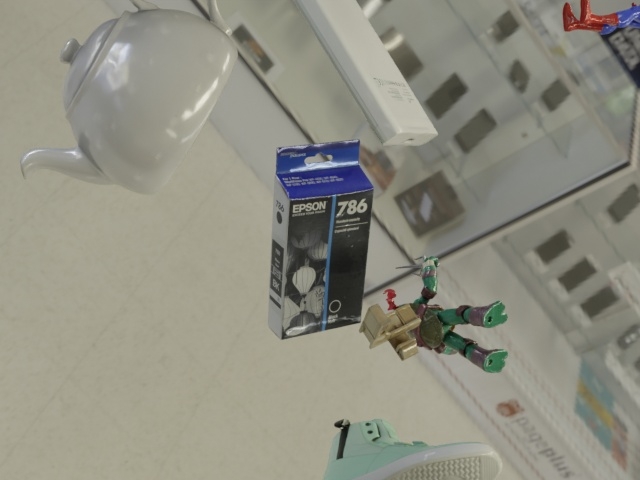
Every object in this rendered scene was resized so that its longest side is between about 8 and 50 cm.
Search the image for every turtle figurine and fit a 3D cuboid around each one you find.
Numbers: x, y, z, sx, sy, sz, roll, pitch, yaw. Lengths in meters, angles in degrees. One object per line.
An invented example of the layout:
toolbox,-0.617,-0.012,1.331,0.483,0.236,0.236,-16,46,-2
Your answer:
turtle figurine,0.194,0.129,1.490,0.118,0.234,0.175,-35,122,-27

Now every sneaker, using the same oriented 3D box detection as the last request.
sneaker,0.114,0.280,1.235,0.094,0.256,0.151,60,22,-29

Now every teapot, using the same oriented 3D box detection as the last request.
teapot,-0.231,-0.197,1.146,0.187,0.252,0.256,31,49,-15

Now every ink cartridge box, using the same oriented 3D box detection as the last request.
ink cartridge box,0.000,0.000,1.562,0.165,0.065,0.333,-10,116,-26

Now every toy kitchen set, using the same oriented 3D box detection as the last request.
toy kitchen set,0.111,0.121,1.278,0.083,0.075,0.068,-23,65,-22

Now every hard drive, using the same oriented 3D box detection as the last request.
hard drive,0.065,-0.288,1.447,0.307,0.040,0.203,59,23,8

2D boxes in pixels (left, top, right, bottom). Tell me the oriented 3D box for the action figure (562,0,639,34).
action figure,0.219,-0.148,0.605,0.115,0.038,0.030,3,85,-14
